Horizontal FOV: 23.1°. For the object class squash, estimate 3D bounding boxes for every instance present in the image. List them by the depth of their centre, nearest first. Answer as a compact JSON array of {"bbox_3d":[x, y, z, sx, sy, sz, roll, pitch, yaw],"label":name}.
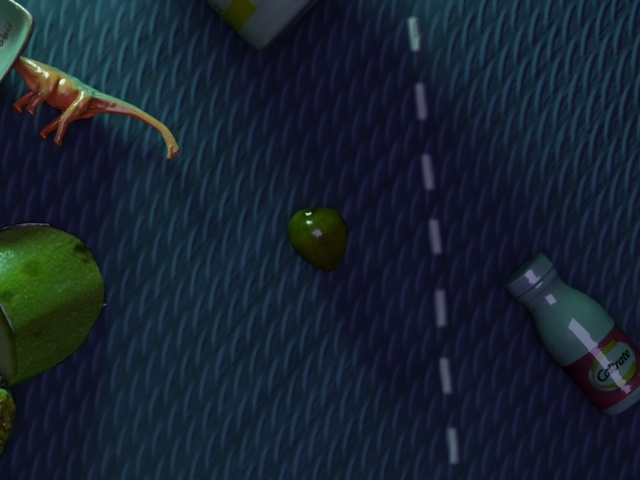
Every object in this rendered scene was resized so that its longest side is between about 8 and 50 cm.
[{"bbox_3d":[-0.361,0.068,1.927,0.184,0.085,0.192,-30,95,-3],"label":"squash"}]

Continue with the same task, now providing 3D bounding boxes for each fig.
[{"bbox_3d":[0.000,0.000,1.968,0.074,0.074,0.088,-25,111,-5],"label":"fig"}]

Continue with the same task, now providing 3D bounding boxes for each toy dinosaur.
[{"bbox_3d":[-0.309,-0.164,1.945,0.279,0.055,0.101,36,82,-5],"label":"toy dinosaur"}]

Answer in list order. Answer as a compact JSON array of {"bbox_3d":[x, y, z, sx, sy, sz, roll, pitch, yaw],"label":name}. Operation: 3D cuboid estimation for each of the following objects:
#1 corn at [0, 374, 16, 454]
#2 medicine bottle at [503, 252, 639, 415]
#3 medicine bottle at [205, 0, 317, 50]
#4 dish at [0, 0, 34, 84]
[{"bbox_3d":[-0.457,0.311,1.919,0.097,0.097,0.320,19,90,-5],"label":"corn"},{"bbox_3d":[0.327,0.117,1.988,0.090,0.090,0.216,-42,93,-4],"label":"medicine bottle"},{"bbox_3d":[-0.120,-0.415,1.883,0.340,0.208,0.208,44,87,-4],"label":"medicine bottle"},{"bbox_3d":[-0.460,-0.258,1.906,0.212,0.077,0.151,34,88,6],"label":"dish"}]
